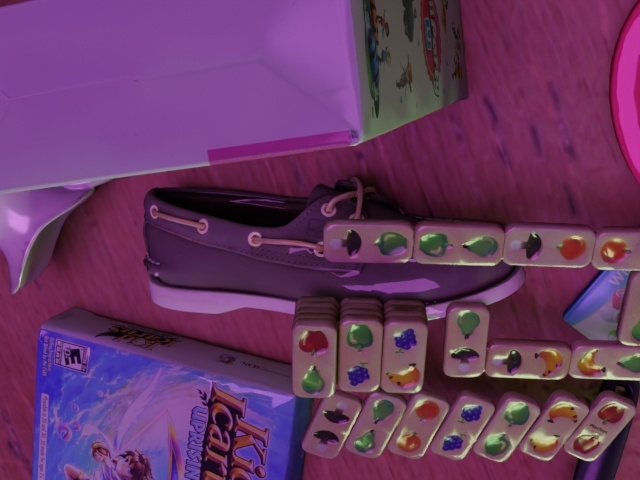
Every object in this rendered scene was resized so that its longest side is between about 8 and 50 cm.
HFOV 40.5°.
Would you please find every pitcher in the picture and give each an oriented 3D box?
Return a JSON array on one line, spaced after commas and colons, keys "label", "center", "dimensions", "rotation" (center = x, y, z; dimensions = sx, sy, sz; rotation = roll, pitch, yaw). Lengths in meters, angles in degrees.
[{"label": "pitcher", "center": [-0.279, -0.085, 0.731], "dimensions": [0.207, 0.125, 0.178], "rotation": [42, 92, -7]}]

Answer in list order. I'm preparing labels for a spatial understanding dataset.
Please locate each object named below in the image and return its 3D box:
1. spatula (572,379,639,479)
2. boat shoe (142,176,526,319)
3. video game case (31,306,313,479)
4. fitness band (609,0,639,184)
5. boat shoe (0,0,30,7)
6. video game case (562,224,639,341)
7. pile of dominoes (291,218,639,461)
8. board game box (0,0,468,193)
[{"label": "spatula", "center": [0.188, 0.238, 0.646], "dimensions": [0.084, 0.030, 0.296], "rotation": [16, 82, 3]}, {"label": "boat shoe", "center": [-0.002, 0.002, 0.658], "dimensions": [0.305, 0.109, 0.091], "rotation": [0, 109, 22]}, {"label": "video game case", "center": [-0.142, 0.219, 0.787], "dimensions": [0.244, 0.061, 0.269], "rotation": [12, 107, 14]}, {"label": "fitness band", "center": [0.337, -0.107, 0.553], "dimensions": [0.291, 0.054, 0.209], "rotation": [-8, 99, 19]}, {"label": "boat shoe", "center": [-0.256, -0.209, 0.696], "dimensions": [0.285, 0.089, 0.104], "rotation": [22, 110, 12]}, {"label": "video game case", "center": [0.281, 0.063, 0.632], "dimensions": [0.166, 0.015, 0.119], "rotation": [38, 112, 6]}, {"label": "pile of dominoes", "center": [0.107, 0.083, 0.585], "dimensions": [0.251, 0.040, 0.196], "rotation": [1, 117, 1]}, {"label": "board game box", "center": [-0.042, -0.108, 0.536], "dimensions": [0.224, 0.303, 0.097], "rotation": [-5, 103, 20]}]
